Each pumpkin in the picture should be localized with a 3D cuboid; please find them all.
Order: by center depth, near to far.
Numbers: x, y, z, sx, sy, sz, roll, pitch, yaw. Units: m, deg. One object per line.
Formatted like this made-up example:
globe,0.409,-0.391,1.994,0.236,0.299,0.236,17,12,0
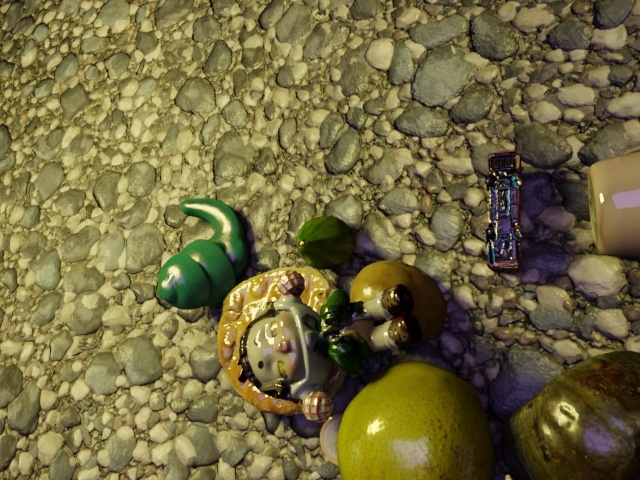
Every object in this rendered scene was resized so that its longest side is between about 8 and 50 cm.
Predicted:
pumpkin,0.443,0.320,0.802,0.325,0.232,0.242,-44,66,9

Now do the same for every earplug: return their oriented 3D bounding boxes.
earplug,-0.285,0.034,1.221,0.164,0.280,0.257,-16,105,38

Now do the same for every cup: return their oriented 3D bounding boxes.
cup,0.582,-0.087,0.900,0.201,0.191,0.252,-5,43,24

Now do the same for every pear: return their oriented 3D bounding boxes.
pear,0.158,0.360,0.879,0.295,0.294,0.294,-6,72,21

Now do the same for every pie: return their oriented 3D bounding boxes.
pie,-0.075,0.214,1.123,0.340,0.083,0.339,-6,73,20

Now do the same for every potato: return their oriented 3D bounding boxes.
potato,0.140,0.119,1.028,0.178,0.158,0.203,-41,68,8

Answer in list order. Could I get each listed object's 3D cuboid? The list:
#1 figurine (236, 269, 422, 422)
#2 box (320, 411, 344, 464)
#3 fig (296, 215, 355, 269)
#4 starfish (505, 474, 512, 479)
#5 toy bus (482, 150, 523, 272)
figurine,-0.001,0.184,0.950,0.370,0.167,0.281,-23,69,24
box,0.052,0.401,1.042,0.106,0.037,0.105,-7,72,21
fig,0.000,0.000,1.117,0.123,0.156,0.123,-5,77,25
starfish,0.294,0.515,0.797,0.060,0.303,0.299,14,81,65
toy bus,0.363,-0.055,1.015,0.074,0.096,0.234,1,75,24
